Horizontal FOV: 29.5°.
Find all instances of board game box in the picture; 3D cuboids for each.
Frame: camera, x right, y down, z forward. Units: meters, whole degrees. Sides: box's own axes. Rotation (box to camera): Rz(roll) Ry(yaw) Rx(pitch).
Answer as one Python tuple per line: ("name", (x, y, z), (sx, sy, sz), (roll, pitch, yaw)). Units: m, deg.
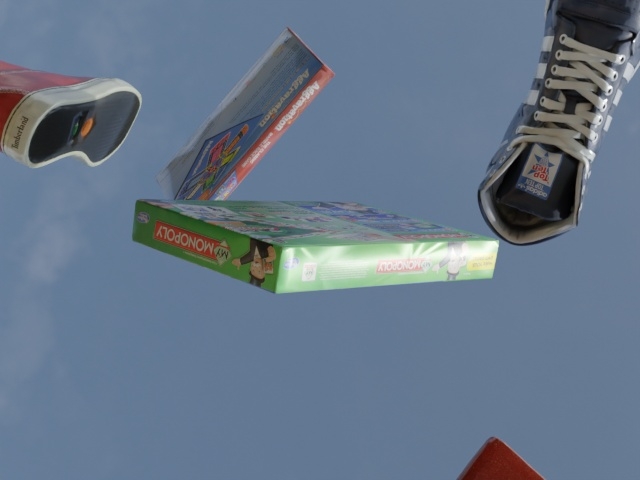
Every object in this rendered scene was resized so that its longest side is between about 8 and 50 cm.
("board game box", (0.000, 0.000, 1.234), (0.214, 0.317, 0.046), (18, -77, 43))
("board game box", (-0.106, -0.150, 1.629), (0.281, 0.027, 0.145), (-48, -145, 9))

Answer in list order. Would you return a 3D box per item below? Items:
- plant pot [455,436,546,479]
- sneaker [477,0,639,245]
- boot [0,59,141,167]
("plant pot", (0.174, 0.411, 1.239), (0.236, 0.267, 0.267), (-38, -112, -25))
("sneaker", (0.213, -0.119, 1.048), (0.099, 0.282, 0.153), (21, -138, 6))
("boot", (-0.281, -0.141, 1.133), (0.176, 0.244, 0.088), (28, -78, 11))
